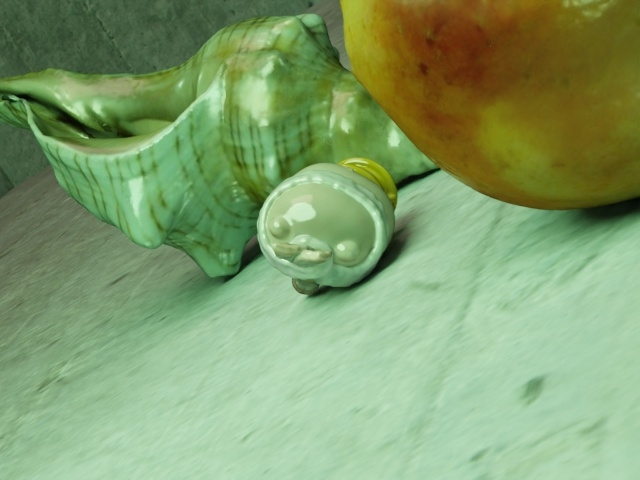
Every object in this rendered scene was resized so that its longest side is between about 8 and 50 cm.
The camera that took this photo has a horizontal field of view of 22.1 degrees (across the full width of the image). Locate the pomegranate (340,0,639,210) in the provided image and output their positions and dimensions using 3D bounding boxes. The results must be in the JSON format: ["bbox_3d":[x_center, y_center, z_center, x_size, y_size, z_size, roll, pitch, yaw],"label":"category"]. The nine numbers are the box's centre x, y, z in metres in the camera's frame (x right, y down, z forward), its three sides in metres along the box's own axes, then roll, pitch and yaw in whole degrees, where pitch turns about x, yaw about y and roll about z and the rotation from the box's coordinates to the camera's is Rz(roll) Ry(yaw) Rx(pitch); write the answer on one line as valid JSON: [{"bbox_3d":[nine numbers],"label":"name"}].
[{"bbox_3d":[0.110,-0.112,0.763,0.209,0.209,0.209,-32,10,6],"label":"pomegranate"}]

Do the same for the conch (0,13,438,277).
[{"bbox_3d":[-0.087,-0.058,1.153,0.386,0.169,0.203,-9,17,29],"label":"conch"}]

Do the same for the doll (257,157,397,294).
[{"bbox_3d":[0.000,0.000,0.935,0.084,0.073,0.127,-64,-10,27],"label":"doll"}]
